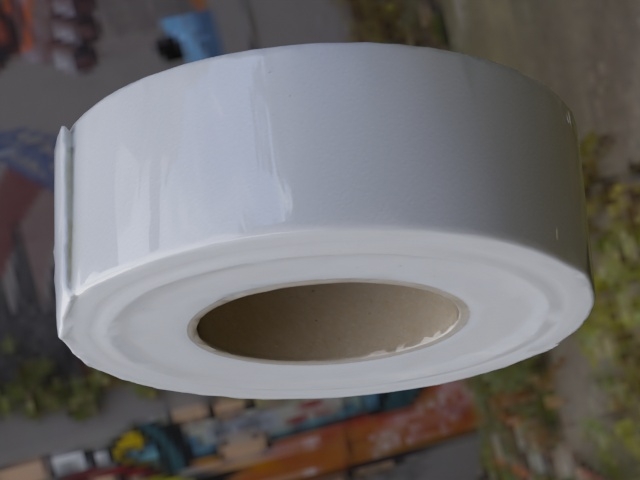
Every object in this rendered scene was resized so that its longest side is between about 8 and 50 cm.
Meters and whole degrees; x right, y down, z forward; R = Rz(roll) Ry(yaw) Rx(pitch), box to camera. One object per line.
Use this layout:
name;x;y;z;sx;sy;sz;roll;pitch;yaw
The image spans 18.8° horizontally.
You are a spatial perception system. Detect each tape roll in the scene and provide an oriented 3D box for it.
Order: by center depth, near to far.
tape roll;0.000;0.000;1.026;0.286;0.286;0.100;88;179;-70
